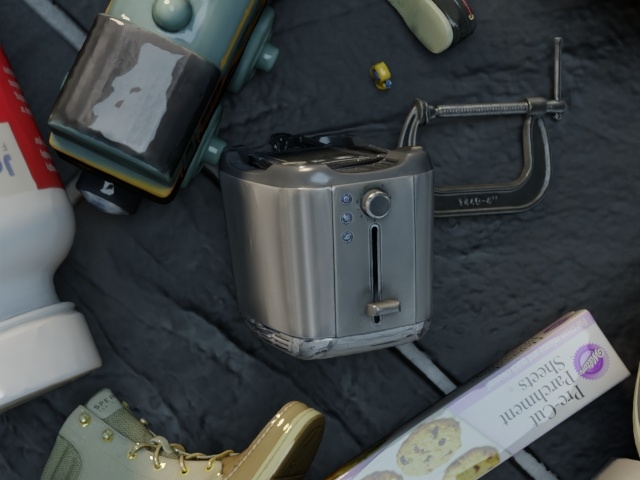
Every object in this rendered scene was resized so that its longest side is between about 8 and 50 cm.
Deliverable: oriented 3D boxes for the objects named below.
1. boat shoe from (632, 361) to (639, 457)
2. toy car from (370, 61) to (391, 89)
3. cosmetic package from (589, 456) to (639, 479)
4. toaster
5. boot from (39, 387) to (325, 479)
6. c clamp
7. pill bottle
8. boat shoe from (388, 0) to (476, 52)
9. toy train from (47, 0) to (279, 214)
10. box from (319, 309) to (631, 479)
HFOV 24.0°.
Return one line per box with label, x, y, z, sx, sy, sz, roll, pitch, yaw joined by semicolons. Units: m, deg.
boat shoe;0.416;0.012;1.116;0.500;0.156;0.187;-40;89;-22
toy car;0.037;-0.084;1.211;0.060;0.040;0.122;-10;86;-5
cosmetic package;0.178;0.356;1.123;0.365;0.155;0.197;-43;87;-8
toaster;0.000;0.000;1.126;0.129;0.227;0.146;-8;101;-23
boot;-0.109;0.164;1.123;0.165;0.077;0.213;44;108;20
c clamp;0.130;-0.087;1.216;0.161;0.022;0.137;-10;97;-20
pill bottle;-0.319;-0.059;1.089;0.229;0.229;0.407;-25;87;-6
boat shoe;0.076;-0.214;1.227;0.042;0.049;0.133;-30;80;-34
toy train;-0.095;-0.176;1.135;0.142;0.190;0.334;26;84;-2
box;0.090;0.168;1.180;0.324;0.063;0.067;-32;88;-6
